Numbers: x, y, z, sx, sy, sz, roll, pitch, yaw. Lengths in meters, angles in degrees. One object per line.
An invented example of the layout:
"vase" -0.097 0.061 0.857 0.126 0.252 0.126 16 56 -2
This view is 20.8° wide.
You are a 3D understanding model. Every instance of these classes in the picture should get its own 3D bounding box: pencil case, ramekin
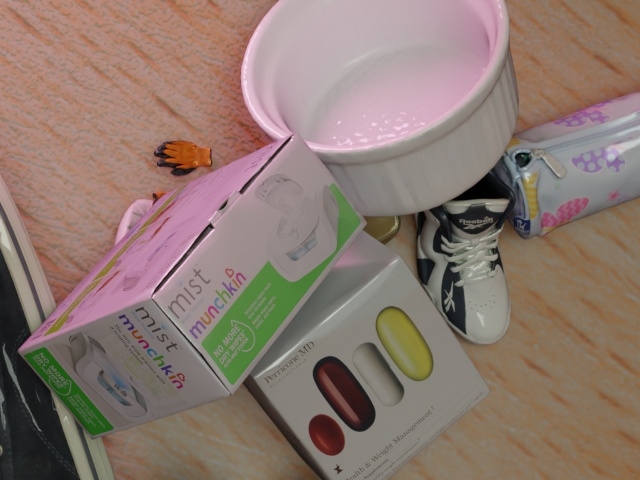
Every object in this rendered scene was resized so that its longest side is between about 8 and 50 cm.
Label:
"pencil case" 0.314 -0.099 1.885 0.273 0.124 0.113 -20 52 -11
"ramekin" 0.070 -0.155 1.777 0.277 0.135 0.277 -11 51 14

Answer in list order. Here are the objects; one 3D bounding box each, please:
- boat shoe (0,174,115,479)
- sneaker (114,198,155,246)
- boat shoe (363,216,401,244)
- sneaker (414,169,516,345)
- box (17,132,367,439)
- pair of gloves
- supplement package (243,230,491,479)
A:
"boat shoe" -0.354 0.067 1.745 0.156 0.187 0.500 -20 97 -15
"sneaker" -0.192 0.072 1.819 0.090 0.095 0.235 13 66 -35
"boat shoe" 0.000 0.000 1.856 0.190 0.072 0.068 -18 92 -9
"sneaker" 0.157 0.000 1.841 0.094 0.153 0.235 -11 91 -8
"box" -0.122 0.041 1.666 0.127 0.231 0.262 52 48 -15
"pair of gloves" -0.145 -0.064 1.846 0.074 0.010 0.083 6 84 -40
"supplement package" 0.026 0.121 1.787 0.194 0.149 0.203 -40 120 -8
